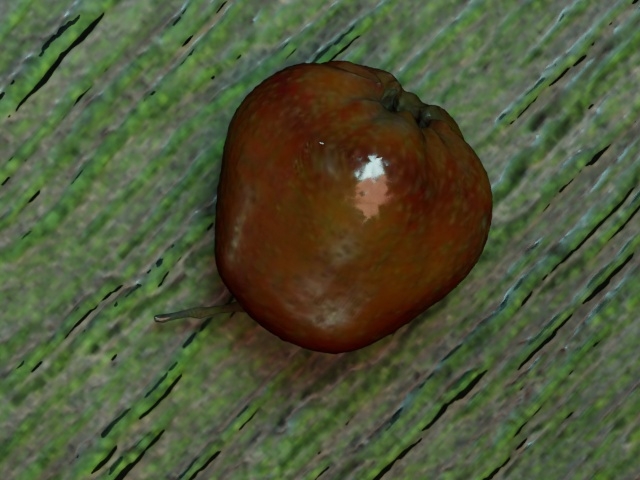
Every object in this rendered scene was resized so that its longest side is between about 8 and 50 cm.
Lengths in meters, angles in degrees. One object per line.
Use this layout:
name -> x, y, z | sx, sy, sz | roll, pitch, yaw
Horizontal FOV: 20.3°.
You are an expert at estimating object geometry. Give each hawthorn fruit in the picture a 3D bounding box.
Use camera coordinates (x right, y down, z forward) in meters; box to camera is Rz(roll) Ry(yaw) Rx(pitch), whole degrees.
hawthorn fruit -> 0.000, 0.000, 1.040 | 0.162, 0.162, 0.203 | 23, 114, -19
